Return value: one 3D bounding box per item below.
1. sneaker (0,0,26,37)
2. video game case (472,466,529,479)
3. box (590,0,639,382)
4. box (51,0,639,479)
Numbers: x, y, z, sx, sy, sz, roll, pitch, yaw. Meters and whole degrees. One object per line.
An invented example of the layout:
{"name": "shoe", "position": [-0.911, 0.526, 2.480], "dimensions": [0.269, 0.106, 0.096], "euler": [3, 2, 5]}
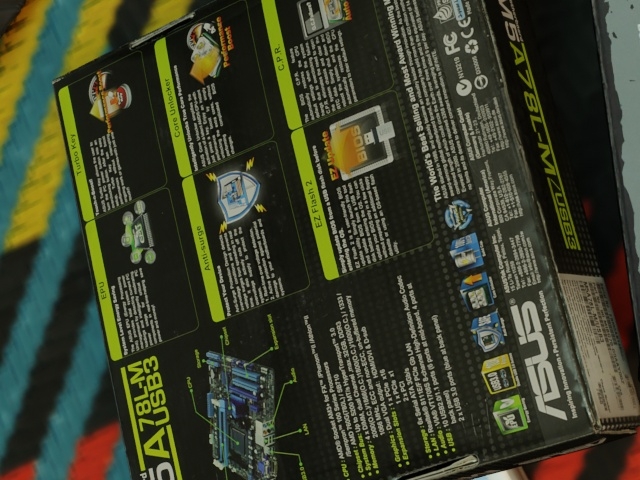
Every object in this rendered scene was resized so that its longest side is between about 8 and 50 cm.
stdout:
{"name": "sneaker", "position": [-0.163, -0.224, 0.627], "dimensions": [0.131, 0.112, 0.319], "euler": [17, 100, 42]}
{"name": "video game case", "position": [0.026, 0.207, 0.599], "dimensions": [0.204, 0.025, 0.285], "euler": [-30, 82, 14]}
{"name": "box", "position": [0.198, -0.041, 0.508], "dimensions": [0.207, 0.108, 0.153], "euler": [-7, 89, 15]}
{"name": "box", "position": [0.000, 0.000, 0.561], "dimensions": [0.184, 0.045, 0.191], "euler": [-23, 74, 31]}
